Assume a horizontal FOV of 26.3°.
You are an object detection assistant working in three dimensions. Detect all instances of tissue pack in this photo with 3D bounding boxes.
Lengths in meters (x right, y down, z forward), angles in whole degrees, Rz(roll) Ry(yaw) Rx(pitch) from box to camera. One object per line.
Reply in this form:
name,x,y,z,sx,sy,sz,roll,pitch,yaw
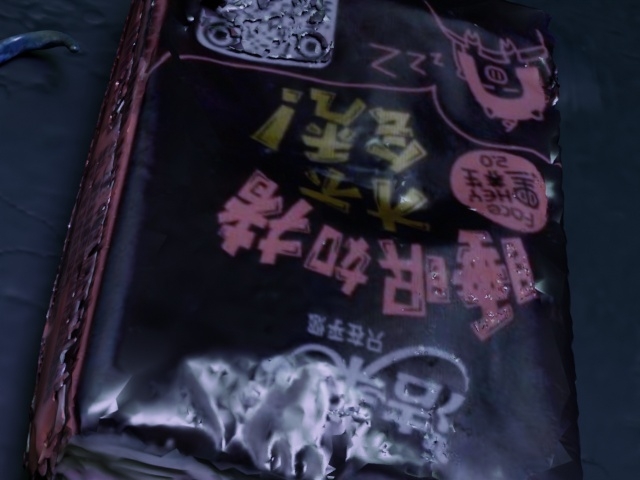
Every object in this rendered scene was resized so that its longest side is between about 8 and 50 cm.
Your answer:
tissue pack,0.000,0.000,0.680,0.245,0.123,0.332,13,51,-11

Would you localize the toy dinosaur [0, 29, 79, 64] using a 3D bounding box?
toy dinosaur,-0.216,-0.014,0.589,0.147,0.076,0.363,21,36,-8
